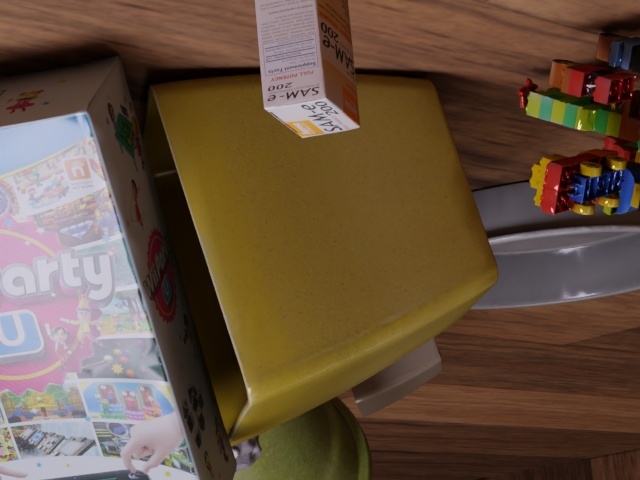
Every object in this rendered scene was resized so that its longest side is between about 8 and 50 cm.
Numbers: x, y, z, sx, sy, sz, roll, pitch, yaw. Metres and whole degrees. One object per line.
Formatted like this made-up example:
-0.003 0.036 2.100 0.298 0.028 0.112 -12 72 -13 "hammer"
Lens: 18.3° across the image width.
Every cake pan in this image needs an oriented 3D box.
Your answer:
0.192 0.004 1.711 0.293 0.054 0.293 -5 167 -1 "cake pan"

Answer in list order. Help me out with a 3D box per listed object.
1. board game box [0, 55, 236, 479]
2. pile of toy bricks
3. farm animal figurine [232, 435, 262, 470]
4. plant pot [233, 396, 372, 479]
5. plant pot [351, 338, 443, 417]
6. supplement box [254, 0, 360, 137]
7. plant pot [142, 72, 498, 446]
-0.200 0.053 1.263 0.224 0.303 0.097 -9 -155 13 "board game box"
0.181 -0.082 1.293 0.105 0.118 0.212 19 -160 33 "pile of toy bricks"
-0.216 0.046 1.460 0.326 0.172 0.330 35 -173 28 "farm animal figurine"
-0.117 0.158 1.770 0.276 0.276 0.254 -8 138 13 "plant pot"
0.068 0.107 2.014 0.096 0.109 0.109 -19 166 1 "plant pot"
-0.008 -0.111 1.054 0.036 0.098 0.062 -9 167 17 "supplement box"
0.000 0.000 1.333 0.187 0.212 0.212 -16 169 -11 "plant pot"
